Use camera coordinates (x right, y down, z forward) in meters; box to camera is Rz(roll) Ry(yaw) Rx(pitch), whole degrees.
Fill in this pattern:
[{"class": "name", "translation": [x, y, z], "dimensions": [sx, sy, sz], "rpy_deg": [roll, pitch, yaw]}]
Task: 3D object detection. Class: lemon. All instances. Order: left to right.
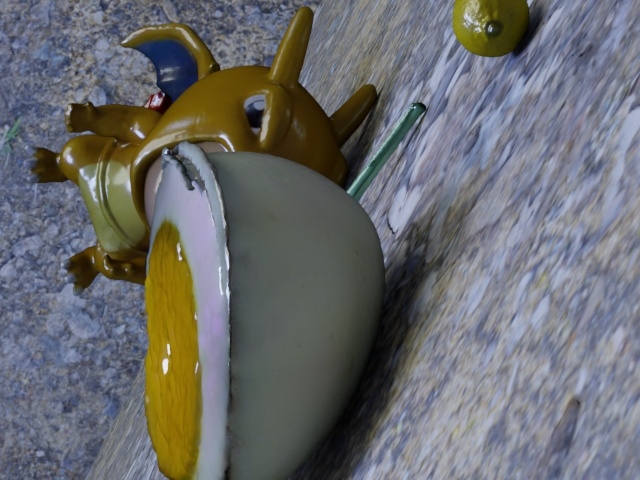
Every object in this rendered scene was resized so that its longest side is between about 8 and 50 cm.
[{"class": "lemon", "translation": [0.133, -0.174, 1.210], "dimensions": [0.062, 0.062, 0.083], "rpy_deg": [-61, 9, 20]}]

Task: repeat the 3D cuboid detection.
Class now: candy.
[{"class": "candy", "translation": [0.000, 0.000, 1.512], "dimensions": [0.335, 0.093, 0.092], "rpy_deg": [-52, 3, 15]}]

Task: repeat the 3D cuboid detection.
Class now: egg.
[{"class": "egg", "translation": [-0.036, 0.070, 1.192], "dimensions": [0.264, 0.174, 0.286], "rpy_deg": [152, 117, -71]}]

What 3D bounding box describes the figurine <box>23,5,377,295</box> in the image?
[{"class": "figurine", "translation": [-0.149, -0.100, 1.817], "dimensions": [0.387, 0.268, 0.400], "rpy_deg": [-16, 76, 35]}]
